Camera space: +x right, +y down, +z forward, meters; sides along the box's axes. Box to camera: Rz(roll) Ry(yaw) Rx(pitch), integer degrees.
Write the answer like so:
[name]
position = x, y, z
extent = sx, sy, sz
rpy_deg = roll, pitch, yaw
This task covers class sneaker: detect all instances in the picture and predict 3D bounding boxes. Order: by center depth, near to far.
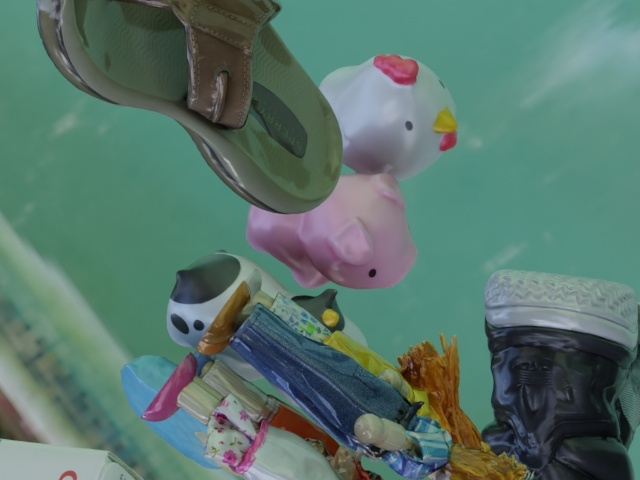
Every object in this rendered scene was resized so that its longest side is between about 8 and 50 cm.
[sneaker]
position = 0.154, 0.104, 1.099
extent = 0.101, 0.153, 0.268
rpy_deg = 6, 175, 24

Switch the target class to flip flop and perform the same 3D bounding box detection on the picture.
[flip flop]
position = -0.050, -0.096, 0.982
extent = 0.080, 0.112, 0.277
rpy_deg = 2, 154, 34

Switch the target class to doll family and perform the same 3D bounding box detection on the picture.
[doll family]
position = 0.018, 0.083, 0.901
extent = 0.163, 0.118, 0.263
rpy_deg = 36, 179, 0

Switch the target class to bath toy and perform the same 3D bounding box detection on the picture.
[bath toy]
position = 0.000, 0.000, 1.344
extent = 0.151, 0.348, 0.129
rpy_deg = 31, 156, 3

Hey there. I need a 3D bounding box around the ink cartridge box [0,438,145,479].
[ink cartridge box]
position = -0.141, 0.132, 0.743
extent = 0.135, 0.099, 0.056
rpy_deg = 3, 152, 27
